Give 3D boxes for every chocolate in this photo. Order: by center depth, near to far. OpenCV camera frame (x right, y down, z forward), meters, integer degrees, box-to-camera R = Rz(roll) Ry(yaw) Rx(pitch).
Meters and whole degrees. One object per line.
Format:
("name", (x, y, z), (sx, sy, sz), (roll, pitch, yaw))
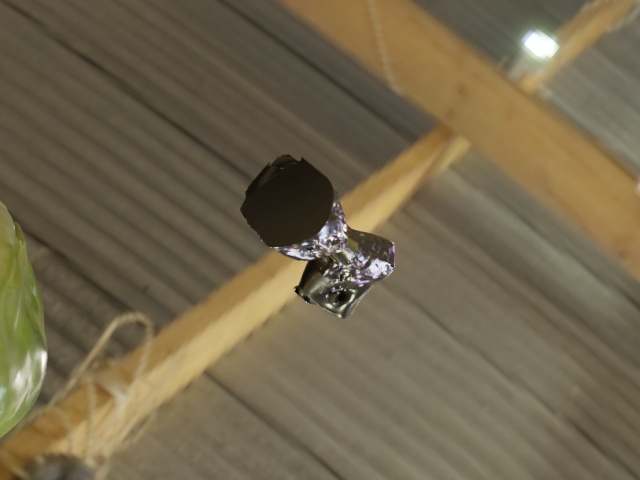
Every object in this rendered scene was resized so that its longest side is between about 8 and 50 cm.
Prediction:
("chocolate", (0.003, 0.000, 1.078), (0.147, 0.072, 0.070), (47, -138, -67))

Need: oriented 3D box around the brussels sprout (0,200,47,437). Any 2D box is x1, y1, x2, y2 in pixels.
("brussels sprout", (-0.363, 0.055, 1.490), (0.268, 0.344, 0.344), (8, -147, -1))
